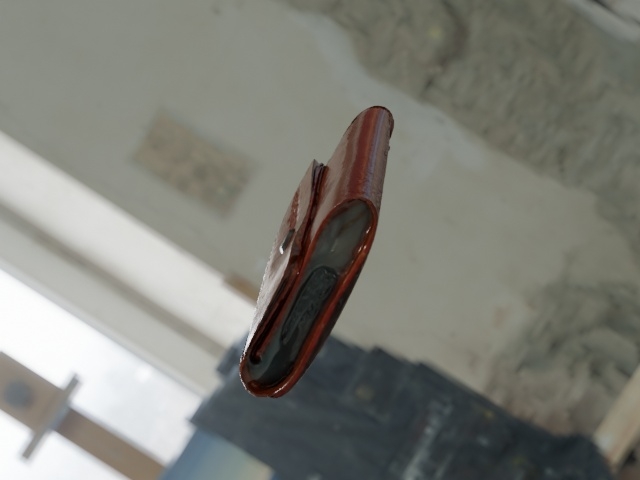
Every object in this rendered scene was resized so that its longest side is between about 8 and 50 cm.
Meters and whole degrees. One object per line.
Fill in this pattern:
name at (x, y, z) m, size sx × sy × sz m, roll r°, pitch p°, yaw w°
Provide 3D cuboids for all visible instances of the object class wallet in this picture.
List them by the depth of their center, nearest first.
wallet at (0.000, 0.000, 1.085) m, size 0.142 × 0.045 × 0.204 m, roll -61°, pitch 6°, yaw 20°
